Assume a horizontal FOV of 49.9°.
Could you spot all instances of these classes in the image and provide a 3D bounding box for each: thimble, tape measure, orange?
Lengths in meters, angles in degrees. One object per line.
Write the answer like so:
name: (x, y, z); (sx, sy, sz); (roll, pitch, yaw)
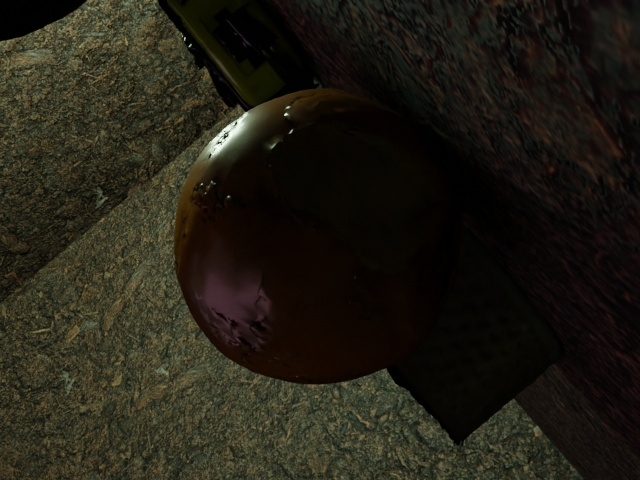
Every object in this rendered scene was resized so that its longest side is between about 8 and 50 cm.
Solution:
thimble: (0.124, 0.077, 0.768); (0.271, 0.150, 0.271); (50, -179, -2)
tape measure: (-0.095, -0.225, 0.824); (0.186, 0.112, 0.199); (49, -178, 6)
orange: (0.000, 0.000, 0.558); (0.240, 0.240, 0.240); (51, -179, -2)

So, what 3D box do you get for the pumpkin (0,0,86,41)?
pumpkin: (-0.253, -0.262, 0.338); (0.363, 0.266, 0.363); (35, -168, -9)
